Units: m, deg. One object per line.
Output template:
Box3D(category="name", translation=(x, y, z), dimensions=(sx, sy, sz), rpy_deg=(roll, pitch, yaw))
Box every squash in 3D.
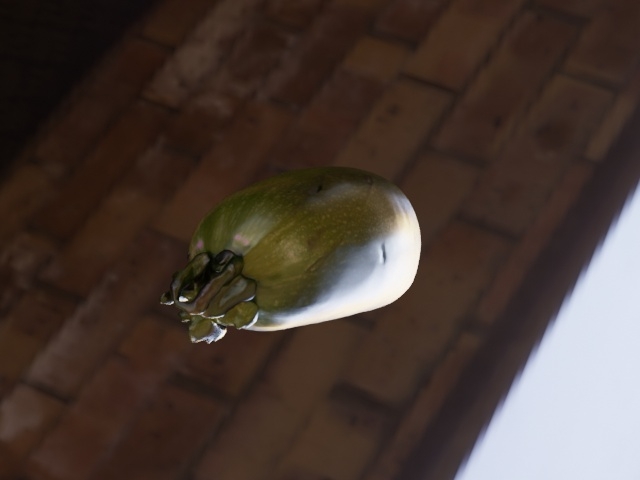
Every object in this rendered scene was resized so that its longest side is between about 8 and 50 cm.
Box3D(category="squash", translation=(0.003, 0.000, 0.892), dimensions=(0.318, 0.080, 0.071), rpy_deg=(-20, 121, -79))
